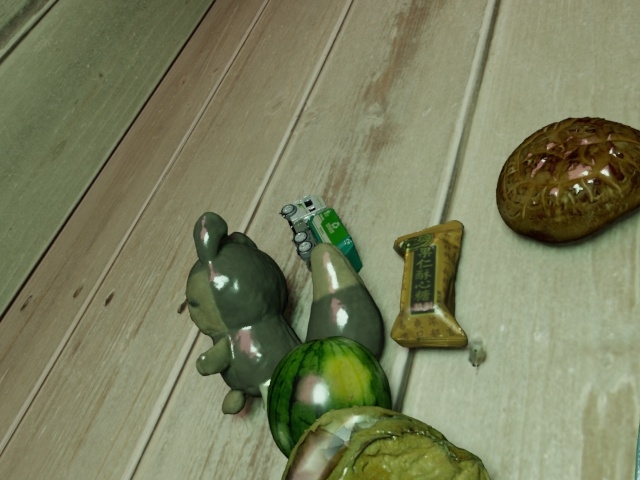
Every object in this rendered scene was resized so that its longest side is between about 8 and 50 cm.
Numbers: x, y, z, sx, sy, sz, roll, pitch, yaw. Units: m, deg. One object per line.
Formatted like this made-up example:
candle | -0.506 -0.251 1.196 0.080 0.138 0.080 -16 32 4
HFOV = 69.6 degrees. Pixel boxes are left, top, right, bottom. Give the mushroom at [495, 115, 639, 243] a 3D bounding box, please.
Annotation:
mushroom | 0.424 -0.108 0.782 0.253 0.153 0.253 -26 35 20

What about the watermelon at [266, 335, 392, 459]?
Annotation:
watermelon | 0.007 0.268 0.721 0.204 0.127 0.232 8 83 11

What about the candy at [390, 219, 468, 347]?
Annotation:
candy | 0.195 0.072 0.846 0.143 0.101 0.271 -9 47 24

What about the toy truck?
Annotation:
toy truck | 0.000 0.000 1.042 0.124 0.114 0.253 -25 44 0

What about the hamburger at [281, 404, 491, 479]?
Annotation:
hamburger | 0.077 0.363 0.600 0.265 0.285 0.134 -64 12 -22

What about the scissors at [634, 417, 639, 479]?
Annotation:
scissors | 0.385 0.370 0.511 0.180 0.032 0.393 0 57 36

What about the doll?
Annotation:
doll | -0.089 0.118 0.925 0.378 0.252 0.382 -15 83 0
